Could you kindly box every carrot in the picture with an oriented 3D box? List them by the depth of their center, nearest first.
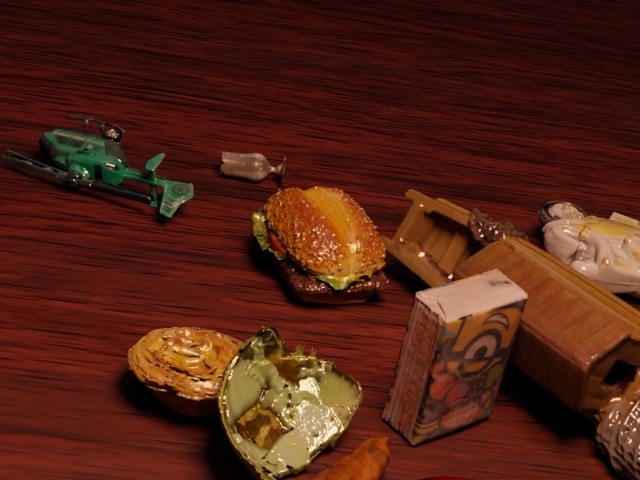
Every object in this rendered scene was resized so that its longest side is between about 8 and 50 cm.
[{"bbox_3d":[-0.002,0.223,1.010,0.059,0.059,0.248,22,28,19],"label":"carrot"}]

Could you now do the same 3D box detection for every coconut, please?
[{"bbox_3d":[-0.036,0.145,1.093,0.158,0.055,0.133,-11,68,-45],"label":"coconut"}]

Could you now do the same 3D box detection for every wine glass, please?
[{"bbox_3d":[-0.084,-0.094,1.545,0.083,0.042,0.039,8,0,-2],"label":"wine glass"}]

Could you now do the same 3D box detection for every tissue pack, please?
[{"bbox_3d":[0.124,0.107,1.157,0.109,0.148,0.060,-13,39,-35],"label":"tissue pack"}]

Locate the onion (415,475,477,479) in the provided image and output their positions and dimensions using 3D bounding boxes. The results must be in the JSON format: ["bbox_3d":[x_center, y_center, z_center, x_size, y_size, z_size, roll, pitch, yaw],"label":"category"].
[{"bbox_3d":[0.125,0.259,0.824,0.281,0.221,0.281,27,-12,6],"label":"onion"}]

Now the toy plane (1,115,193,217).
[{"bbox_3d":[-0.252,-0.087,1.460,0.235,0.060,0.096,16,38,16],"label":"toy plane"}]

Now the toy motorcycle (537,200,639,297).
[{"bbox_3d":[0.348,0.019,1.464,0.229,0.074,0.151,25,35,21],"label":"toy motorcycle"}]

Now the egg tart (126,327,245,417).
[{"bbox_3d":[-0.115,0.123,1.151,0.129,0.049,0.129,8,24,-4],"label":"egg tart"}]

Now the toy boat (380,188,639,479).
[{"bbox_3d":[0.219,0.084,1.245,0.162,0.136,0.445,16,17,-44],"label":"toy boat"}]

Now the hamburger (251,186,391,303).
[{"bbox_3d":[0.000,0.000,1.362,0.137,0.087,0.166,-4,33,-24],"label":"hamburger"}]
